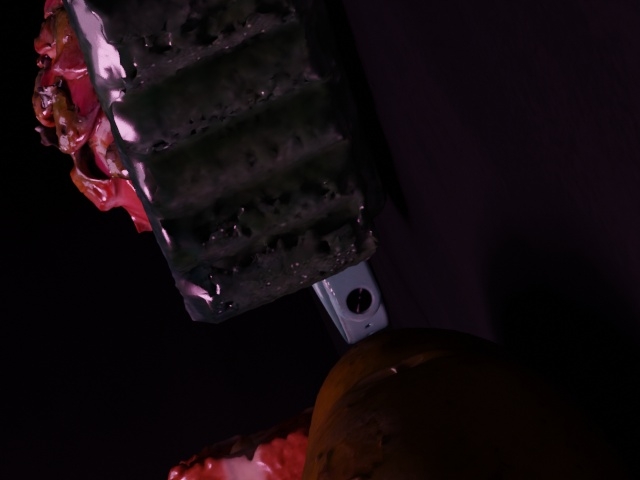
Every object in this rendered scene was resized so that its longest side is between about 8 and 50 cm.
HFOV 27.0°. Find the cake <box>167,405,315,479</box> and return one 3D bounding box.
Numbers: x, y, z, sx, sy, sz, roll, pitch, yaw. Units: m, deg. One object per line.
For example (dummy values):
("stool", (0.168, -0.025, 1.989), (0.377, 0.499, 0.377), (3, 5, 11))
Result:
("cake", (0.005, 0.327, 1.500), (0.269, 0.319, 0.270), (61, -169, -87))

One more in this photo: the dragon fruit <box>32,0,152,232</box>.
("dragon fruit", (-0.154, -0.166, 1.330), (0.291, 0.250, 0.269), (59, -167, 17))

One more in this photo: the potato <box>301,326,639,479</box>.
("potato", (0.076, 0.137, 0.635), (0.195, 0.176, 0.369), (27, -174, 0))

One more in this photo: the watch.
("watch", (0.000, 0.000, 1.470), (0.195, 0.068, 0.237), (-125, 11, -69))

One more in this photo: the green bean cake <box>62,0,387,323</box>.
("green bean cake", (-0.082, -0.141, 0.969), (0.308, 0.169, 0.300), (-116, 6, -50))
